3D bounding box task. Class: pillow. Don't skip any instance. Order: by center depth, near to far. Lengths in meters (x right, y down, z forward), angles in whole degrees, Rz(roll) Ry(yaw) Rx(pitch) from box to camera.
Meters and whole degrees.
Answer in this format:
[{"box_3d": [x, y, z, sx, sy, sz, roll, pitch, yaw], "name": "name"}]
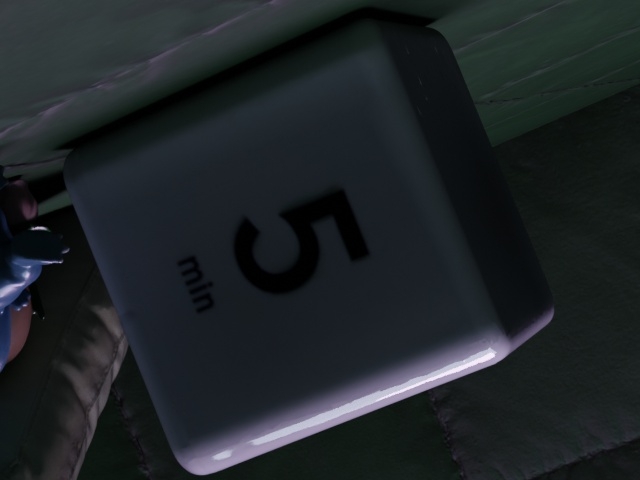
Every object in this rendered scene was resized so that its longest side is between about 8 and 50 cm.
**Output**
[{"box_3d": [-0.250, 0.102, 1.174, 0.322, 0.120, 0.255, -19, -146, 35], "name": "pillow"}]

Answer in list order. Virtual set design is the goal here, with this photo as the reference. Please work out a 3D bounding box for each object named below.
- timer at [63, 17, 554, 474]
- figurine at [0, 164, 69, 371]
[{"box_3d": [0.000, 0.000, 1.071, 0.195, 0.194, 0.192, -22, 178, 16], "name": "timer"}, {"box_3d": [-0.186, 0.021, 1.011, 0.144, 0.114, 0.178, -23, 170, -43], "name": "figurine"}]
